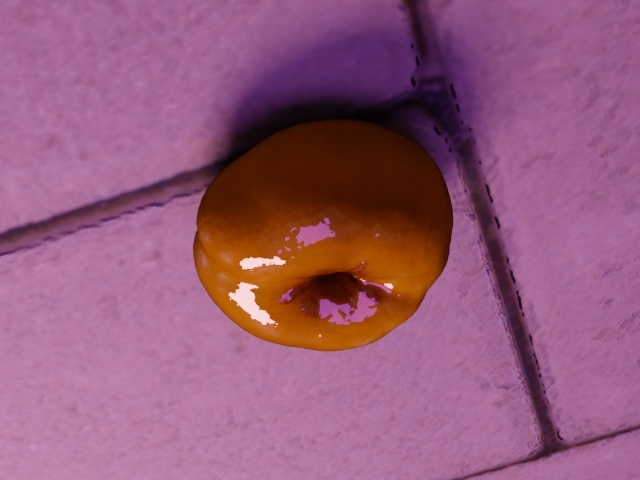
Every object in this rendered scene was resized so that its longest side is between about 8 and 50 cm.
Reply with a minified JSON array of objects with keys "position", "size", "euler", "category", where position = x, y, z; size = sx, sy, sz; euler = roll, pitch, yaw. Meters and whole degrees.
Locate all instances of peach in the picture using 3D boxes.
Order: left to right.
[{"position":[0.000,0.000,0.815],"size":[0.179,0.103,0.179],"euler":[-9,139,-8],"category":"peach"}]
